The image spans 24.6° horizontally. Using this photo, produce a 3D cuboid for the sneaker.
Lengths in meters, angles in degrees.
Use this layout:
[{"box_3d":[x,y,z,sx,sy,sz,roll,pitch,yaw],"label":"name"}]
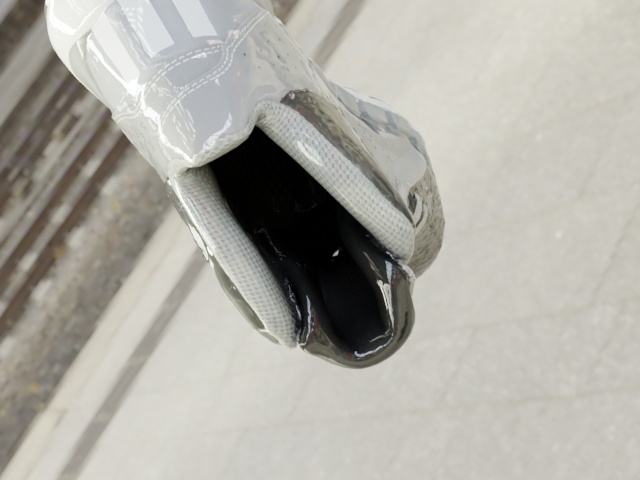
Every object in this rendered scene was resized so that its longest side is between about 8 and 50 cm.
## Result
[{"box_3d":[0.000,0.000,0.491,0.086,0.228,0.132,-38,55,10],"label":"sneaker"}]
